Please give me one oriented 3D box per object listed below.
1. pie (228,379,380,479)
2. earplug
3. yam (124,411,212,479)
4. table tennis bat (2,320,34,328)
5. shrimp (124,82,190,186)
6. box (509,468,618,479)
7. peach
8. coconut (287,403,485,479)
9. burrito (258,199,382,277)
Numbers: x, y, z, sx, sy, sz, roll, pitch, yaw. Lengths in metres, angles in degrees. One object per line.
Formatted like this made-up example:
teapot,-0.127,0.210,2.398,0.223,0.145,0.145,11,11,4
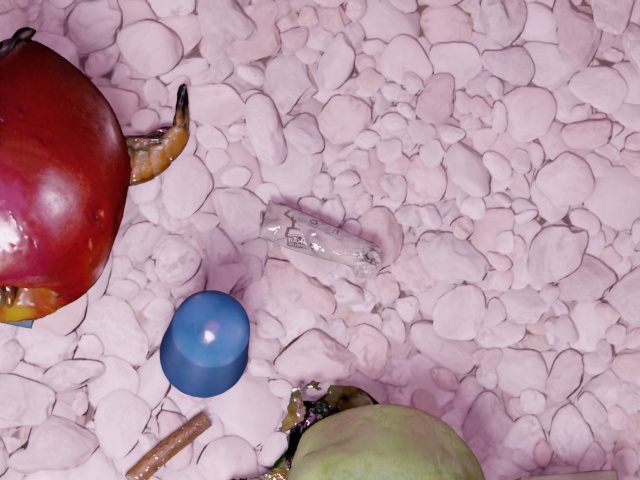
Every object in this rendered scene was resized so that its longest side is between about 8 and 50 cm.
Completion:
pie,-0.008,0.395,1.870,0.296,0.078,0.371,43,74,2
earplug,-0.157,0.138,1.804,0.132,0.273,0.132,2,76,-7
yam,-0.221,0.303,1.883,0.145,0.032,0.032,-39,85,-16
table tennis bat,-0.577,0.082,1.879,0.329,0.044,0.215,9,75,-4
shrimp,-0.309,-0.216,1.987,0.198,0.051,0.262,-38,88,-21
box,0.347,0.455,1.868,0.155,0.149,0.231,-4,77,-9
peach,-0.443,-0.093,1.791,0.353,0.339,0.417,15,52,-49
coconut,0.084,0.375,1.718,0.281,0.328,0.328,-24,80,13
burrito,-0.001,0.000,1.971,0.203,0.064,0.064,23,75,-1
